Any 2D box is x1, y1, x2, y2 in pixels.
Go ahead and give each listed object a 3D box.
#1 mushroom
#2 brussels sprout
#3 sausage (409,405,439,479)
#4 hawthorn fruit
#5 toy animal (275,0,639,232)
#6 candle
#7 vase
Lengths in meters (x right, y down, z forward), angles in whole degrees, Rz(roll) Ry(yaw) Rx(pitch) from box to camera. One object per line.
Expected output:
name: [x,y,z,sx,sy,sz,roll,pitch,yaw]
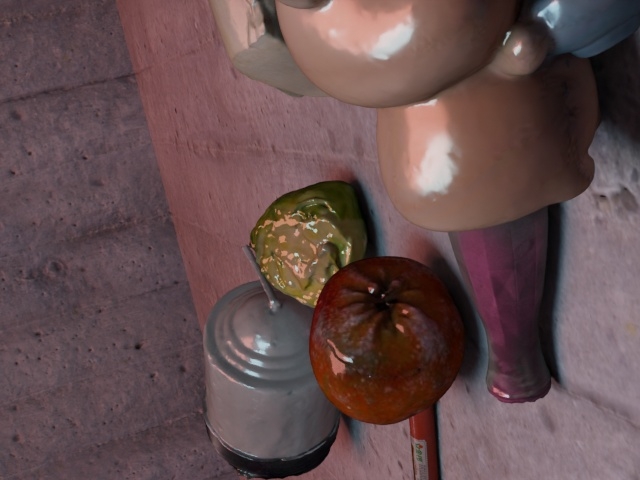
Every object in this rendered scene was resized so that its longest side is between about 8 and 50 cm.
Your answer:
mushroom: [-0.079,-0.351,1.118,0.137,0.154,0.407,-15,92,46]
brussels sprout: [0.000,-0.002,1.260,0.151,0.122,0.149,0,117,38]
sausage: [0.128,0.265,1.231,0.034,0.034,0.253,-132,29,-57]
hawthorn fruit: [0.069,0.108,1.044,0.173,0.172,0.173,164,90,-74]
toy animal: [0.087,-0.133,0.664,0.221,0.229,0.210,95,-162,-46]
candle: [-0.070,0.195,1.501,0.343,0.221,0.221,94,155,-48]
vase: [0.154,0.036,0.839,0.086,0.086,0.214,-134,27,-59]
